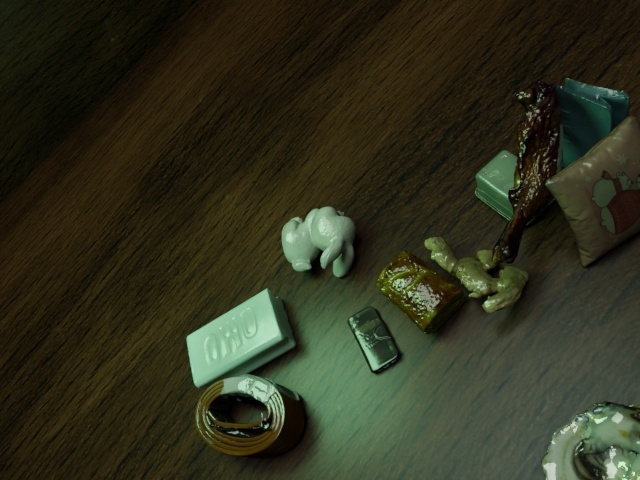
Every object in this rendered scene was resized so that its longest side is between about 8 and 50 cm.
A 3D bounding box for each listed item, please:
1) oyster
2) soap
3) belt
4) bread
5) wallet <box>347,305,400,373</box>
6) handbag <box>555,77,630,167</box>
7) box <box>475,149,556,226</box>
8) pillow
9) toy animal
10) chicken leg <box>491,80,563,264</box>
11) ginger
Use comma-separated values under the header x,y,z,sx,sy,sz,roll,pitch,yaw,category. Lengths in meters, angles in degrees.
x,y,z,sx,sy,sz,roll,pitch,yaw,category
0.486,0.382,0.837,0.222,0.083,0.214,-15,52,28,oyster
-0.210,0.262,1.305,0.265,0.087,0.160,-31,51,10,soap
-0.169,0.413,1.182,0.261,0.105,0.184,-9,60,29,belt
0.224,0.112,1.136,0.132,0.103,0.172,-46,54,-1,bread
0.124,0.230,1.177,0.082,0.018,0.157,-32,50,9,wallet
0.568,-0.232,1.070,0.057,0.221,0.144,-42,48,-11,handbag
0.447,-0.128,1.160,0.124,0.093,0.172,-43,50,0,box
0.578,-0.091,0.998,0.223,0.236,0.084,-34,18,1,pillow
-0.005,0.007,1.317,0.192,0.127,0.179,0,64,28,toy animal
0.427,-0.130,1.012,0.095,0.158,0.408,8,74,39,chicken leg
0.345,0.059,1.111,0.149,0.065,0.258,-17,38,-25,ginger
